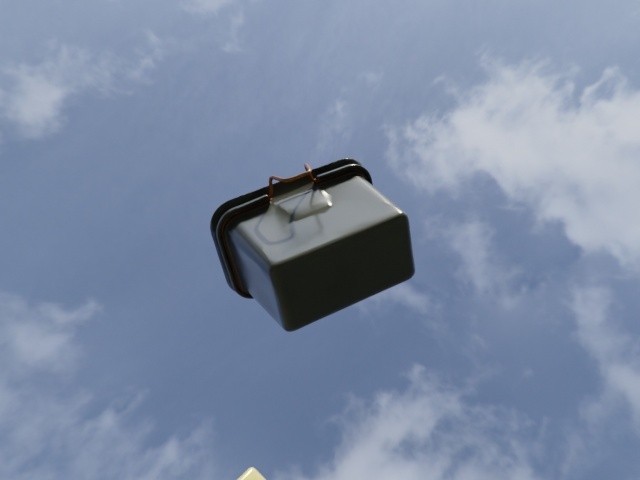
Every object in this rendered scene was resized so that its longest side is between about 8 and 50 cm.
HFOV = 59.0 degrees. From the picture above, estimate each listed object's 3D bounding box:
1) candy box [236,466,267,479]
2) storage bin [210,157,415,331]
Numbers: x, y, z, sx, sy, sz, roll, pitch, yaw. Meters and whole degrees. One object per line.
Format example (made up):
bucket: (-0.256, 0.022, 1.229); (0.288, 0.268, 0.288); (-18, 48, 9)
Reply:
candy box: (-0.141, 0.303, 0.339); (0.087, 0.316, 0.183); (37, -56, 19)
storage bin: (0.000, 0.000, 0.413); (0.135, 0.091, 0.098); (-22, -59, -18)
